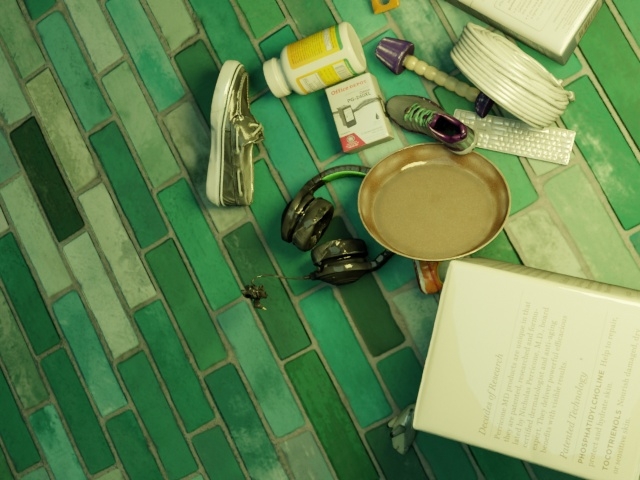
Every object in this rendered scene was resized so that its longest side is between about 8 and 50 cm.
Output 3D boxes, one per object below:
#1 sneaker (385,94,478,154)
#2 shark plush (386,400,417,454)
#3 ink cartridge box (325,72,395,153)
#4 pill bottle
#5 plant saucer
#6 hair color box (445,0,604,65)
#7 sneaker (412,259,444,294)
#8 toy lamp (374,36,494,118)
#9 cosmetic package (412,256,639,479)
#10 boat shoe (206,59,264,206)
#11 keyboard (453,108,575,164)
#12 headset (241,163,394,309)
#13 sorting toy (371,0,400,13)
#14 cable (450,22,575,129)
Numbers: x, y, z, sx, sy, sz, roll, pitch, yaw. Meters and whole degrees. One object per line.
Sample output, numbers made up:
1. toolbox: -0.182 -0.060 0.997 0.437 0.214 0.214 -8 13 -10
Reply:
1. sneaker: 0.228 -0.262 1.828 0.224 0.098 0.083 29 90 25
2. shark plush: 0.209 0.387 1.887 0.067 0.073 0.161 41 82 -5
3. ink cartridge box: 0.086 -0.279 1.906 0.109 0.063 0.150 -19 84 18
4. pill bottle: -0.015 -0.391 1.913 0.209 0.118 0.117 -19 84 18
5. plant saucer: 0.234 -0.074 1.793 0.311 0.050 0.310 -4 54 5
6. hair color box: 0.384 -0.535 1.777 0.375 0.114 0.185 34 101 15
7. sneaker: 0.226 0.027 1.869 0.068 0.064 0.175 -15 90 -1
8. toy lamp: 0.243 -0.355 1.846 0.275 0.080 0.080 29 99 15
9. cosmetic package: 0.429 0.227 1.649 0.394 0.329 0.327 13 95 19
10. boat shoe: -0.183 -0.240 1.985 0.119 0.121 0.335 8 104 11
11. keyboard: 0.399 -0.219 1.824 0.256 0.014 0.072 14 95 18
12. headset: 0.000 0.000 1.873 0.394 0.185 0.243 -40 77 3
13. sorting toy: 0.121 -0.670 1.884 0.196 0.047 0.347 5 104 34
14. cable: 0.371 -0.324 1.708 0.257 0.257 0.089 42 114 10
